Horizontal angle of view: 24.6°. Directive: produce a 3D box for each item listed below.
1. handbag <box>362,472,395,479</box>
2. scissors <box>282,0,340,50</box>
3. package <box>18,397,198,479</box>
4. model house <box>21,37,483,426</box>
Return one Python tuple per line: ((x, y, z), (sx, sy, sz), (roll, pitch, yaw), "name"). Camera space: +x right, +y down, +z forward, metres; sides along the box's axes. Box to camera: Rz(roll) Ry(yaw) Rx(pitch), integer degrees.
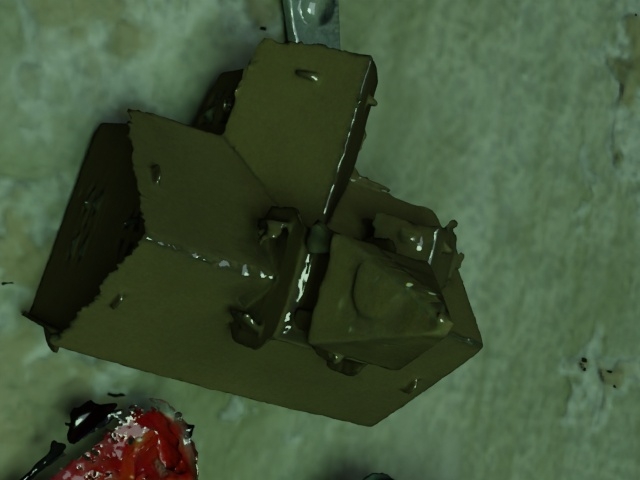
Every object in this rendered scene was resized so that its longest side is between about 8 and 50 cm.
((-0.006, 0.306, 0.728), (0.326, 0.118, 0.269), (-39, 126, -35), "handbag")
((-0.005, -0.158, 0.796), (0.191, 0.029, 0.360), (-8, 94, -32), "scissors")
((-0.129, 0.213, 0.706), (0.194, 0.071, 0.269), (48, 71, -14), "package")
((0.000, 0.000, 0.662), (0.181, 0.248, 0.176), (18, 88, -28), "model house")
